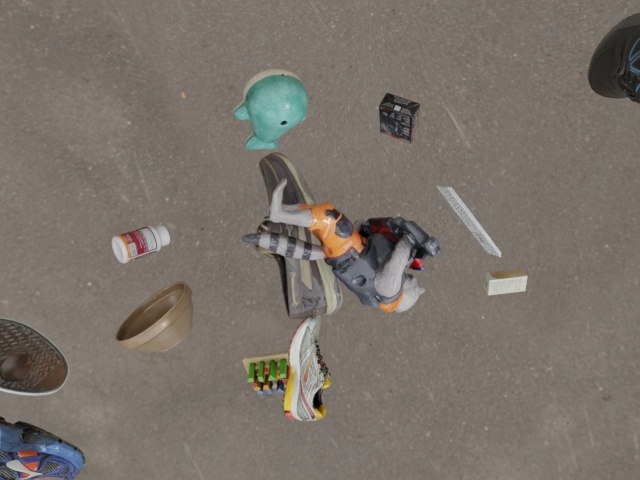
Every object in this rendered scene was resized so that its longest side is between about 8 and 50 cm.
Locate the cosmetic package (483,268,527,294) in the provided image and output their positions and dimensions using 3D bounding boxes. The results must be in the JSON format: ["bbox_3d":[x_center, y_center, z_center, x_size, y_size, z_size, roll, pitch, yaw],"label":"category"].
[{"bbox_3d":[0.558,0.126,1.415,0.114,0.041,0.060,-6,122,1],"label":"cosmetic package"}]

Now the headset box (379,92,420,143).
[{"bbox_3d":[0.135,-0.206,0.802,0.062,0.083,0.032,25,75,19],"label":"headset box"}]

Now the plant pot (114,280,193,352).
[{"bbox_3d":[-0.437,0.231,1.299,0.237,0.237,0.110,-27,112,18],"label":"plant pot"}]

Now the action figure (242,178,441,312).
[{"bbox_3d":[0.040,0.021,0.853,0.330,0.341,0.179,35,80,-8],"label":"action figure"}]

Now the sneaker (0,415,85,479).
[{"bbox_3d":[-0.400,0.282,0.602,0.083,0.087,0.221,10,151,28],"label":"sneaker"}]

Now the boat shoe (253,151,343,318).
[{"bbox_3d":[-0.067,-0.009,0.945,0.130,0.132,0.356,-18,80,-16],"label":"boat shoe"}]

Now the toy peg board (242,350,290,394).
[{"bbox_3d":[-0.162,0.455,1.540,0.161,0.079,0.161,-9,125,6],"label":"toy peg board"}]

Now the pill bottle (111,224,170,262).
[{"bbox_3d":[-0.541,0.006,1.417,0.086,0.152,0.086,22,122,39],"label":"pill bottle"}]

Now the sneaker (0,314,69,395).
[{"bbox_3d":[-0.556,0.165,0.765,0.290,0.106,0.123,33,153,-20],"label":"sneaker"}]

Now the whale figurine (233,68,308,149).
[{"bbox_3d":[-0.133,-0.336,1.304,0.216,0.141,0.272,-4,147,-27],"label":"whale figurine"}]

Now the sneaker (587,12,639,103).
[{"bbox_3d":[0.476,-0.243,0.659,0.125,0.341,0.140,37,95,-7],"label":"sneaker"}]

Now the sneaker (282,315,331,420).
[{"bbox_3d":[-0.015,0.265,0.984,0.092,0.088,0.226,5,91,21],"label":"sneaker"}]

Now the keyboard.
[{"bbox_3d":[0.400,-0.053,1.265,0.014,0.072,0.256,-44,105,-8],"label":"keyboard"}]
